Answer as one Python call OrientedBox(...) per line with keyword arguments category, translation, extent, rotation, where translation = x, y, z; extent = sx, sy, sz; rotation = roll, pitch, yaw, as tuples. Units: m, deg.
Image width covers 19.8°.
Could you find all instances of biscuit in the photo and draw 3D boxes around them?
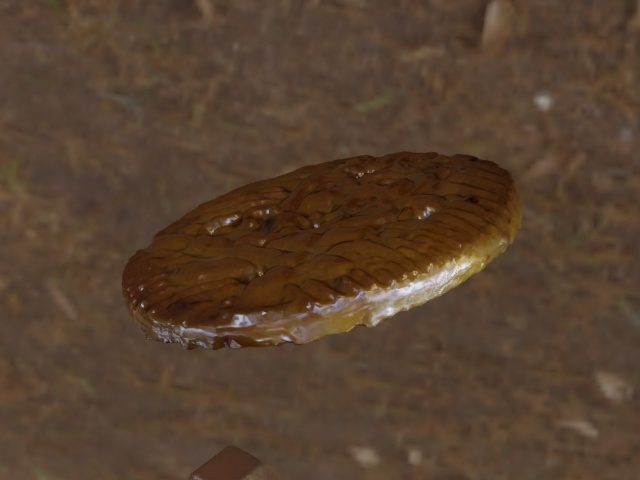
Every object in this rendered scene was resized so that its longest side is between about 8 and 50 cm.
OrientedBox(category="biscuit", translation=(0.000, -0.001, 0.830), extent=(0.188, 0.188, 0.027), rotation=(-5, 111, 26))

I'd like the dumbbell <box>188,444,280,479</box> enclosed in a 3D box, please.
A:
OrientedBox(category="dumbbell", translation=(-0.010, 0.243, 1.432), extent=(0.231, 0.082, 0.092), rotation=(25, 161, 34))
